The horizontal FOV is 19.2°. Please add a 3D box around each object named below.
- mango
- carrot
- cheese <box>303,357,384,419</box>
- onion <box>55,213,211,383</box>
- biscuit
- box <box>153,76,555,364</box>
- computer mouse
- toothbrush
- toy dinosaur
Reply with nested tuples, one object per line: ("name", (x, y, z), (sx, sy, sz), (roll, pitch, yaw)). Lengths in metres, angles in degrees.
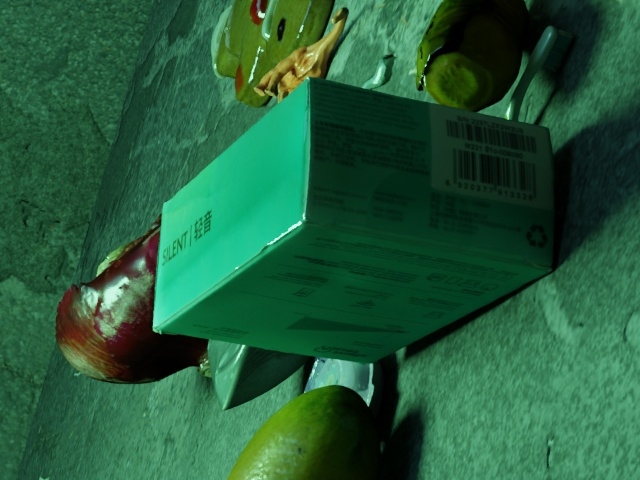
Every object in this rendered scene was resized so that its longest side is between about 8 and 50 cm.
("mango", (-0.021, 0.225, 1.538), (0.151, 0.120, 0.221), (-6, 67, 59))
("carrot", (0.122, -0.155, 1.481), (0.082, 0.082, 0.173), (-63, -1, 33))
("cheese", (0.016, 0.133, 1.664), (0.191, 0.042, 0.105), (-159, 87, -76))
("onion", (-0.161, 0.072, 2.167), (0.272, 0.195, 0.272), (-42, -5, -5))
("biscuit", (-0.062, -0.311, 2.392), (0.432, 0.064, 0.283), (-128, 57, -72))
("box", (0.016, -0.005, 1.446), (0.311, 0.205, 0.118), (144, 134, -60))
("computer mouse", (0.000, 0.000, 1.794), (0.379, 0.090, 0.167), (-63, 16, 15))
("toothbrush", (0.132, -0.050, 1.482), (0.263, 0.026, 0.022), (-66, 25, 24))
("toy dinosaur", (-0.023, -0.190, 2.135), (0.101, 0.055, 0.279), (-53, 7, -17))
